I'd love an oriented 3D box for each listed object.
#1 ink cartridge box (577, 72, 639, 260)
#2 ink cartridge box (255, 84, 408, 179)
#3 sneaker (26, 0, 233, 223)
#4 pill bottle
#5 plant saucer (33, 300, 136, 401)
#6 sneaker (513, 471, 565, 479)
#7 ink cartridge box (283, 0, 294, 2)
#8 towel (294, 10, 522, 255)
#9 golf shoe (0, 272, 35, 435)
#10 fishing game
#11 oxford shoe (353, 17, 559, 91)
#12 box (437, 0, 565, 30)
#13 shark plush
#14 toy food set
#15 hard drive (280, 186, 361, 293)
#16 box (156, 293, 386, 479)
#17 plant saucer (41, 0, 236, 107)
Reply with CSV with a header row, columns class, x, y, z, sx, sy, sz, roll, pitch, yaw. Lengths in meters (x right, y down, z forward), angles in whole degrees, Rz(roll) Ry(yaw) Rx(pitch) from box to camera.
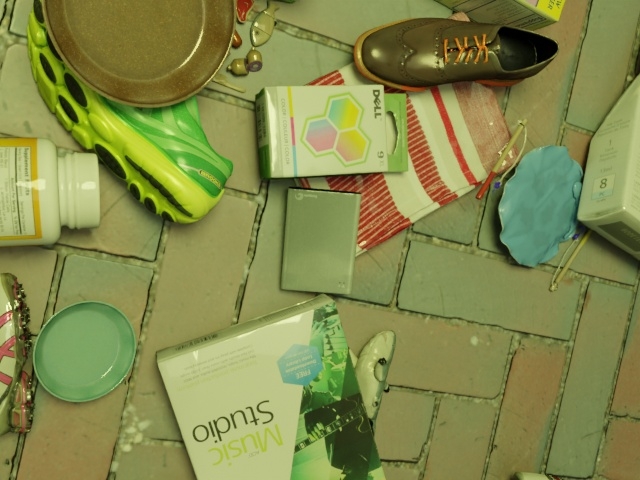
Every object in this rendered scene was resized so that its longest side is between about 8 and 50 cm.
class,x,y,z,sx,sy,sz,roll,pitch,yaw
ink cartridge box,0.576,-0.141,1.060,0.308,0.091,0.384,27,67,-23
ink cartridge box,0.027,-0.136,0.820,0.209,0.062,0.108,-4,93,-18
sneaker,-0.218,-0.154,0.749,0.295,0.109,0.123,52,49,-13
pill bottle,-0.347,-0.050,0.686,0.215,0.117,0.117,-3,95,-21
plant saucer,-0.278,0.128,0.766,0.119,0.021,0.119,-3,96,-38
sneaker,0.279,0.502,0.986,0.146,0.122,0.330,25,86,-3
ink cartridge box,-0.170,-0.411,0.721,0.354,0.119,0.207,3,95,-21
towel,0.112,-0.144,0.897,0.329,0.037,0.237,-29,103,-16
golf shoe,-0.365,0.128,0.721,0.086,0.067,0.186,-1,95,-19
fishing game,0.327,-0.055,0.976,0.264,0.041,0.189,38,81,-34
oxford shoe,0.178,-0.250,0.843,0.272,0.098,0.096,-7,95,-17
box,0.225,-0.429,0.872,0.243,0.117,0.213,21,87,-22
shark plush,0.082,0.209,0.908,0.067,0.073,0.161,-9,94,-50
toy food set,-0.101,-0.253,0.814,0.078,0.019,0.122,17,88,-21
hard drive,0.000,0.000,0.849,0.094,0.022,0.135,5,102,-2
box,-0.052,0.256,0.845,0.232,0.058,0.321,-19,102,-11
plant saucer,-0.183,-0.238,0.666,0.199,0.036,0.198,-12,113,-30
